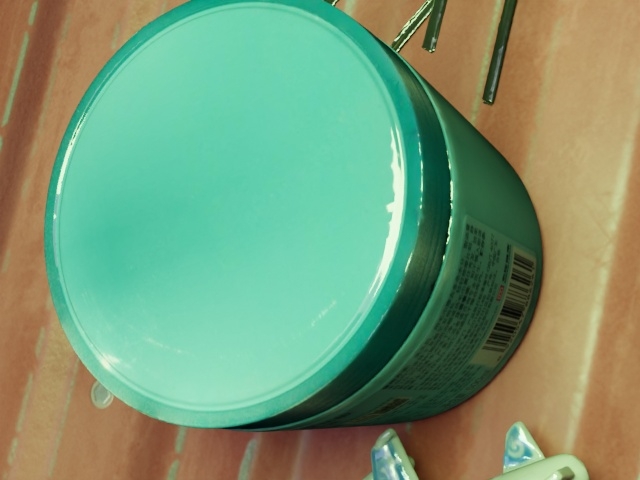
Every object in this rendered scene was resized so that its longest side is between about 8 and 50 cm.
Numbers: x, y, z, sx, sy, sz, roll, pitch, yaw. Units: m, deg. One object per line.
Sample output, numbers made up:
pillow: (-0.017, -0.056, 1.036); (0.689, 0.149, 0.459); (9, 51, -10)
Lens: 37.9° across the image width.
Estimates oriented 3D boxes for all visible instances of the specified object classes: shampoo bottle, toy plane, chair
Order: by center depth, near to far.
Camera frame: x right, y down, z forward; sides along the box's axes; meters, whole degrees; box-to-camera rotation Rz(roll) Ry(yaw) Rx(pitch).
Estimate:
shampoo bottle: (0.000, 0.000, 0.821); (0.331, 0.342, 0.331); (-6, 77, 27)
toy plane: (0.133, 0.282, 0.825); (0.266, 0.122, 0.267); (-5, 79, 29)
chair: (0.130, -0.293, 0.915); (0.172, 0.158, 0.247); (31, 96, 31)
